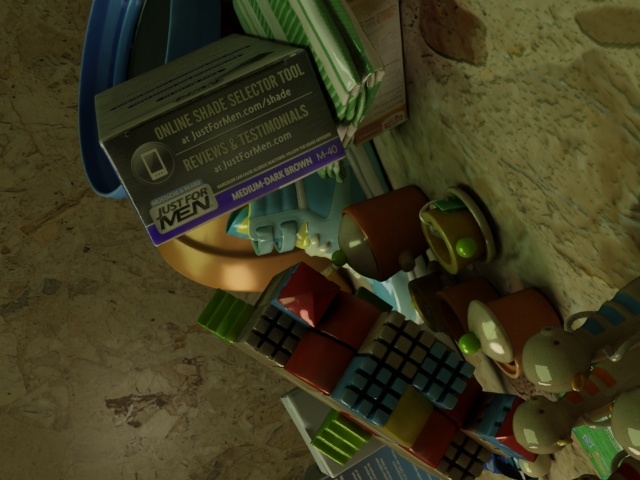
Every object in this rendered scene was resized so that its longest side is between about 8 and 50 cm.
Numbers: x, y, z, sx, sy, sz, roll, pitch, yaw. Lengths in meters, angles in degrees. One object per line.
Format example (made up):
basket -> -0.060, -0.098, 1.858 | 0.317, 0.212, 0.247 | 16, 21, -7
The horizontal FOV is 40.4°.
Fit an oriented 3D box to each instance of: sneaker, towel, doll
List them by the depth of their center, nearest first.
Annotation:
towel -> -0.024, -0.195, 0.816 | 0.248, 0.038, 0.325 | 62, 173, 7
doll -> 0.237, 0.270, 1.089 | 0.189, 0.046, 0.129 | 145, 106, -74
sneaker -> 0.000, 0.000, 1.113 | 0.319, 0.208, 0.127 | 64, 169, -8

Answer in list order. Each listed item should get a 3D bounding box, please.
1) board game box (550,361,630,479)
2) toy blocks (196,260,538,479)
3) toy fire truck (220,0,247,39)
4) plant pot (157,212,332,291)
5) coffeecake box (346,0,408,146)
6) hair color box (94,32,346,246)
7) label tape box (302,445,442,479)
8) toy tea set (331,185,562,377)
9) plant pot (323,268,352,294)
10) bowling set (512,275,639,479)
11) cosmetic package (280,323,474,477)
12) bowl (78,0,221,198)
board game box -> 0.285, 0.214, 0.752 | 0.260, 0.030, 0.136 | 60, 172, 11
toy blocks -> 0.062, 0.144, 0.914 | 0.381, 0.191, 0.261 | 34, 168, -5
toy fire truck -> -0.168, -0.279, 1.391 | 0.246, 0.158, 0.217 | 60, 170, 3
plant pot -> -0.102, -0.095, 1.260 | 0.291, 0.291, 0.203 | -127, 29, -44
coffeecake box -> 0.018, -0.209, 0.861 | 0.142, 0.068, 0.185 | 55, 168, 33
hair color box -> -0.117, -0.117, 0.863 | 0.110, 0.185, 0.339 | 66, 173, -19
label tape box -> 0.091, 0.494, 1.566 | 0.249, 0.347, 0.115 | 64, 170, -6
toy tea set -> 0.111, 0.048, 0.913 | 0.200, 0.124, 0.336 | 64, 170, -9
plant pot -> 0.014, 0.190, 1.657 | 0.188, 0.205, 0.205 | 48, 170, -2
bowling set -> 0.188, 0.082, 0.517 | 0.200, 0.154, 0.287 | 65, 170, -15
cosmetic package -> 0.077, 0.206, 1.180 | 0.127, 0.238, 0.107 | 62, 170, 5
bowl -> -0.243, -0.250, 1.202 | 0.391, 0.077, 0.391 | -15, 72, 58
